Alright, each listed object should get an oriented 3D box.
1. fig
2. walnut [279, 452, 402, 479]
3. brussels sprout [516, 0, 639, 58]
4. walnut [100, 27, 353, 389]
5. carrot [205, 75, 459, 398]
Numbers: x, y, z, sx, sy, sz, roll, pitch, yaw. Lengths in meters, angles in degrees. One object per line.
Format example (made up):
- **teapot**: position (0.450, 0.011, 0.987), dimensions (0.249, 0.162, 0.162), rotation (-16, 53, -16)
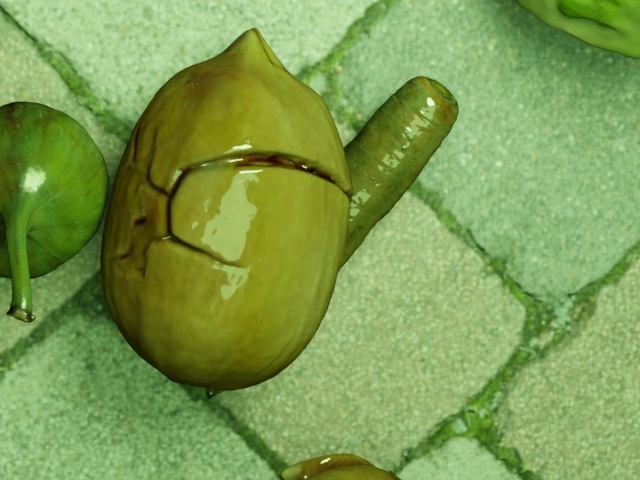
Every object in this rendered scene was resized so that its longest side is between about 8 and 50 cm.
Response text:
- **fig**: position (-0.238, -0.015, 1.457), dimensions (0.149, 0.245, 0.149), rotation (-3, 113, -7)
- **walnut**: position (-0.014, 0.344, 1.630), dimensions (0.209, 0.209, 0.336), rotation (26, 102, -17)
- **brussels sprout**: position (0.268, -0.333, 1.457), dimensions (0.276, 0.315, 0.371), rotation (25, 106, 6)
- **walnut**: position (-0.080, -0.025, 1.510), dimensions (0.203, 0.203, 0.298), rotation (4, 97, -13)
- **carrot**: position (0.001, 0.001, 1.608), dimensions (0.070, 0.070, 0.342), rotation (33, 103, -18)
